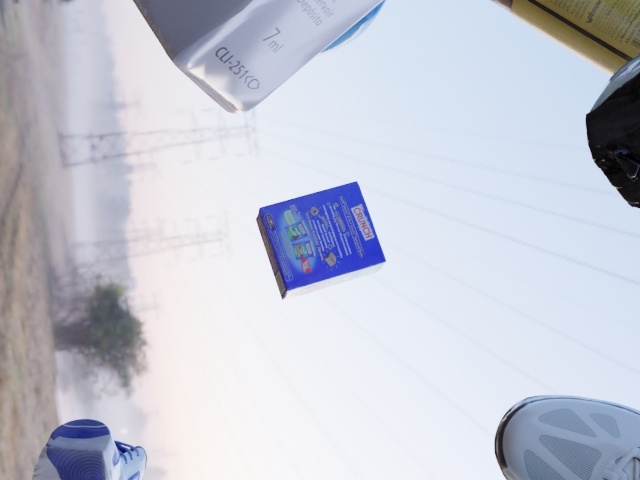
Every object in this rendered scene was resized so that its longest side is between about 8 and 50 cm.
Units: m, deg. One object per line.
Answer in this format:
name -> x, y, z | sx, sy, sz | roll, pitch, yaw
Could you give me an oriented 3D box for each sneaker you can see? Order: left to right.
sneaker -> -0.367, 0.373, 1.598 | 0.182, 0.127, 0.315 | -78, 174, -50
sneaker -> 0.419, 0.286, 1.080 | 0.257, 0.447, 0.169 | 82, 32, -77

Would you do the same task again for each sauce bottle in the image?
sauce bottle -> 0.245, -0.277, 1.035 | 0.344, 0.111, 0.111 | 38, -30, 17

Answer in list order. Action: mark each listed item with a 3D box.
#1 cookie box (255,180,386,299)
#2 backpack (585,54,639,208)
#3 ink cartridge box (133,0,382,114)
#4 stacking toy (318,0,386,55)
cookie box -> 0.000, 0.000, 0.990 | 0.040, 0.107, 0.092 | 123, -50, -71
backpack -> 0.297, -0.097, 0.747 | 0.115, 0.182, 0.152 | -32, 97, -58
ink cartridge box -> -0.021, -0.251, 0.503 | 0.296, 0.261, 0.066 | 56, 8, 28
stacking toy -> -0.048, -0.383, 1.175 | 0.175, 0.302, 0.166 | -15, -141, 44
